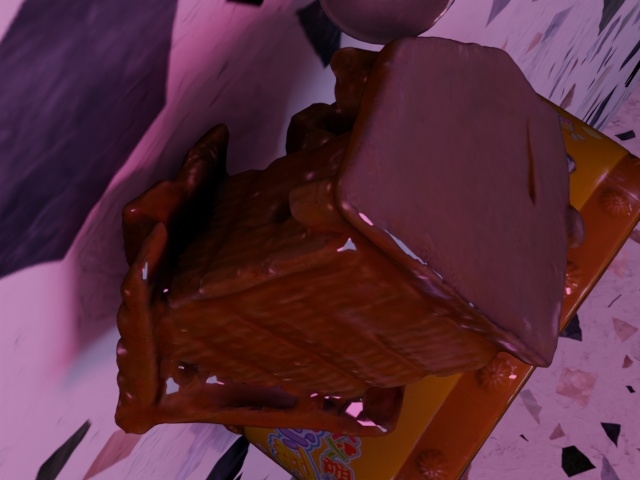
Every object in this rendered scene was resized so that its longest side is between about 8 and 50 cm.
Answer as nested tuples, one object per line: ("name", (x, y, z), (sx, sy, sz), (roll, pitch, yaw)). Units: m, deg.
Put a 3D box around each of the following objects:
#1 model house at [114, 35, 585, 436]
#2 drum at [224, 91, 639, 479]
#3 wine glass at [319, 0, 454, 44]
("model house", (0.001, -0.001, 0.558), (0.229, 0.219, 0.199), (-19, -139, 29))
("drum", (0.107, 0.056, 0.936), (0.431, 0.214, 0.431), (-51, 166, -17))
("wine glass", (0.012, -0.141, 0.428), (0.079, 0.079, 0.195), (-57, 168, 5))
